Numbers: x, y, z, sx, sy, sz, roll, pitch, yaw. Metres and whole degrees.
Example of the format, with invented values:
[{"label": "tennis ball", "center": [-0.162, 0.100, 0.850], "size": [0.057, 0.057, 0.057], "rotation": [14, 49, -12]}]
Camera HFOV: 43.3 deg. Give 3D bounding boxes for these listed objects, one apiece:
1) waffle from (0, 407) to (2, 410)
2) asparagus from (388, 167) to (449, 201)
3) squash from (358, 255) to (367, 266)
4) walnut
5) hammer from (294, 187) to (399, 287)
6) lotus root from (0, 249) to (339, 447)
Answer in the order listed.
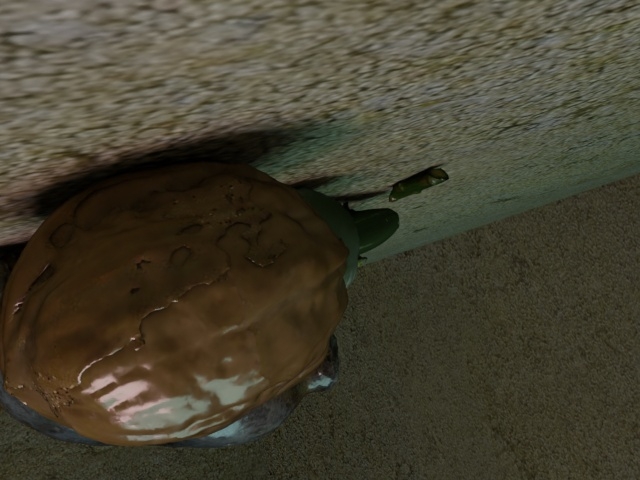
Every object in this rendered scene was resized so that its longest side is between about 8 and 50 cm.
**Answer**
[{"label": "waffle", "center": [-0.448, 0.191, 1.325], "size": [0.324, 0.151, 0.261], "rotation": [-21, 177, 32]}, {"label": "asparagus", "center": [0.113, -0.066, 0.974], "size": [0.025, 0.021, 0.108], "rotation": [-8, 171, -35]}, {"label": "squash", "center": [-0.033, 0.019, 1.093], "size": [0.192, 0.085, 0.184], "rotation": [-15, 172, -22]}, {"label": "walnut", "center": [-0.100, 0.043, 0.560], "size": [0.245, 0.198, 0.198], "rotation": [-25, 179, -23]}, {"label": "hammer", "center": [0.000, 0.000, 0.923], "size": [0.206, 0.119, 0.335], "rotation": [-19, -179, 35]}, {"label": "lotus root", "center": [-0.144, 0.112, 0.732], "size": [0.350, 0.175, 0.175], "rotation": [14, 162, -23]}]
